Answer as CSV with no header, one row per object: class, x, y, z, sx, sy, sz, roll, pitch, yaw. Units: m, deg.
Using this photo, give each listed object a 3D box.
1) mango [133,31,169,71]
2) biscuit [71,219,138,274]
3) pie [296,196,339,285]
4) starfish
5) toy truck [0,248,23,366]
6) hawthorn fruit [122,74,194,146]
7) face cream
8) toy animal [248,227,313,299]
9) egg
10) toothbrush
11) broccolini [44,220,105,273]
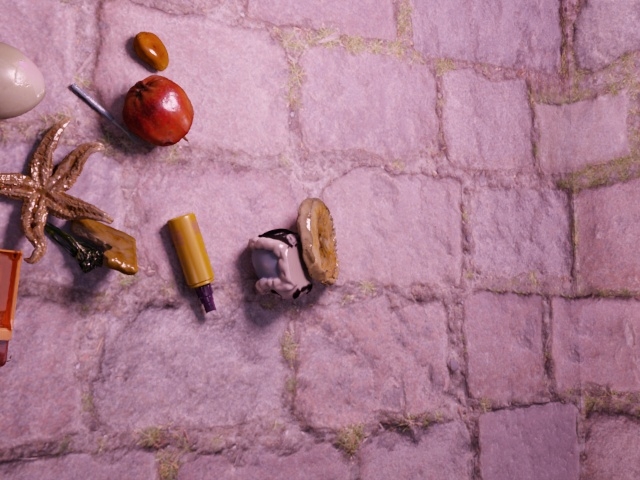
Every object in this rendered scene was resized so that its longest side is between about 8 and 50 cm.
mango,-0.451,-0.506,1.893,0.114,0.060,0.080,54,47,-14
biscuit,-0.532,0.011,1.751,0.174,0.183,0.039,25,108,-31
pie,0.000,0.000,2.052,0.274,0.055,0.274,-12,90,-73
starfish,-0.670,-0.126,1.706,0.327,0.094,0.375,2,76,-24
toy truck,-0.752,0.153,1.613,0.114,0.135,0.270,8,82,-31
hawthorn fruit,-0.409,-0.327,1.846,0.200,0.179,0.179,43,65,-40
face cream,-0.336,0.065,1.909,0.078,0.078,0.273,-20,97,-31
toy animal,-0.115,0.070,1.994,0.208,0.156,0.204,-17,99,-69
egg,-0.748,-0.366,1.631,0.217,0.183,0.183,11,80,-38
toothbrush,-0.557,-0.328,1.838,0.219,0.019,0.016,43,71,-22
broccolini,-0.626,0.007,1.747,0.201,0.058,0.074,38,82,-21
